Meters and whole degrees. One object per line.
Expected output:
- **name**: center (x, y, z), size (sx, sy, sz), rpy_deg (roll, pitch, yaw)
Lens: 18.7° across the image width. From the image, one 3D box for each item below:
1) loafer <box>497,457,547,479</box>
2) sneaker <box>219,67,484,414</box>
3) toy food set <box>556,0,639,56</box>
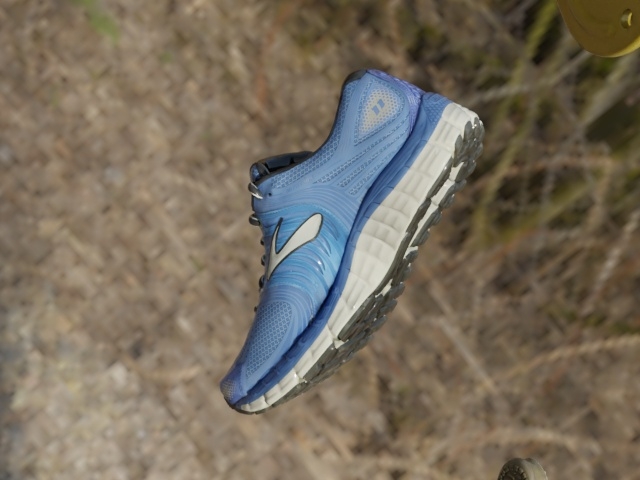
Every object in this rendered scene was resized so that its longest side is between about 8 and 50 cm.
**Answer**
- **loafer**: center (0.197, 0.253, 1.745), size (0.056, 0.050, 0.148), rpy_deg (22, -48, 49)
- **sneaker**: center (0.000, 0.000, 1.614), size (0.147, 0.330, 0.130), rpy_deg (36, 21, 15)
- **toy food set**: center (0.191, -0.208, 1.186), size (0.071, 0.128, 0.218), rpy_deg (2, 55, -27)
